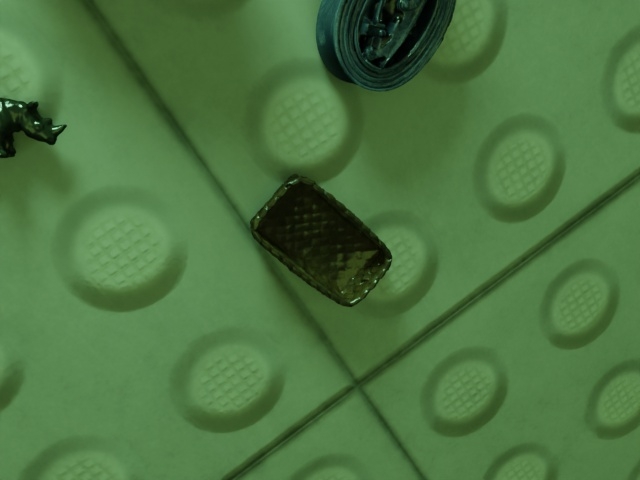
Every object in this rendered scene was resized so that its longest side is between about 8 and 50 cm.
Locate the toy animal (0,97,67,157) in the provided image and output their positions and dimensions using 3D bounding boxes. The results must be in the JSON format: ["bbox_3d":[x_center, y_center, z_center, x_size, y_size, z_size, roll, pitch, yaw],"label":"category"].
[{"bbox_3d":[-0.343,-0.119,0.692,0.136,0.047,0.065,-6,101,-12],"label":"toy animal"}]

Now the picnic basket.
[{"bbox_3d":[0.000,0.000,0.851,0.193,0.055,0.110,41,92,-27],"label":"picnic basket"}]

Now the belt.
[{"bbox_3d":[0.081,-0.274,0.775,0.141,0.082,0.190,31,96,-31],"label":"belt"}]
